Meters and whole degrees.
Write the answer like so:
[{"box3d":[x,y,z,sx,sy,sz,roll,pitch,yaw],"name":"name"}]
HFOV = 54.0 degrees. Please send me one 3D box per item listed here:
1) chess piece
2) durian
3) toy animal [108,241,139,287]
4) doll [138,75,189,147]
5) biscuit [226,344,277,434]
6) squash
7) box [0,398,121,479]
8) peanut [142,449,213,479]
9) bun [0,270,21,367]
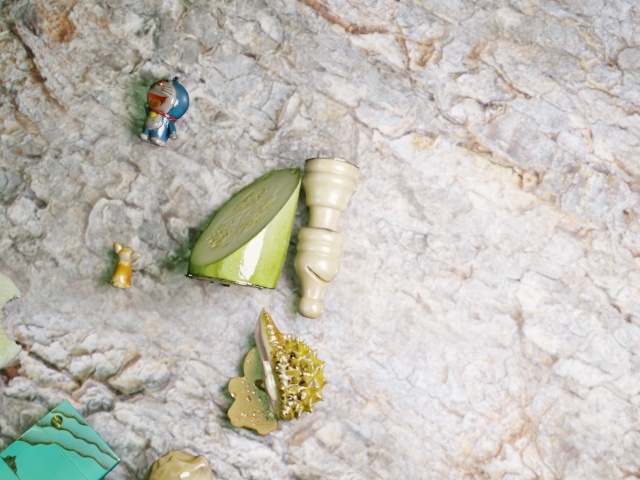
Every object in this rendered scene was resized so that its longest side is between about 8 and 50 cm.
[{"box3d":[0.000,0.000,1.233,0.124,0.139,0.307,13,83,-37],"name":"chess piece"},{"box3d":[-0.066,0.228,1.181,0.140,0.078,0.224,-25,84,-10],"name":"durian"},{"box3d":[-0.396,0.049,1.255,0.061,0.081,0.083,14,99,6],"name":"toy animal"},{"box3d":[-0.327,-0.274,1.317,0.114,0.085,0.151,22,90,24],"name":"doll"},{"box3d":[-0.114,0.282,1.220,0.134,0.027,0.184,6,78,-2],"name":"biscuit"},{"box3d":[-0.147,-0.039,1.210,0.189,0.189,0.260,10,83,3],"name":"squash"},{"box3d":[-0.511,0.430,1.156,0.161,0.042,0.226,45,64,8],"name":"box"},{"box3d":[-0.283,0.526,1.116,0.159,0.143,0.291,5,73,11],"name":"peanut"},{"box3d":[-0.668,0.156,1.198,0.127,0.204,0.212,-16,41,21],"name":"bun"}]
